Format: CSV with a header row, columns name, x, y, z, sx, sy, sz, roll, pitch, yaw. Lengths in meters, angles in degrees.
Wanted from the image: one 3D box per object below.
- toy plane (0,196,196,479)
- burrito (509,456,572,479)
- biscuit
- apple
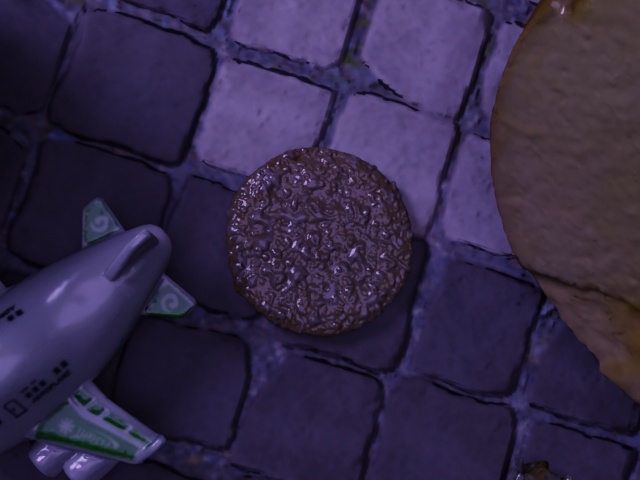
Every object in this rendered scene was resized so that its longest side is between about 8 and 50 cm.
name,x,y,z,sx,sy,sz,roll,pitch,yaw
toy plane,-0.151,0.054,0.421,0.174,0.080,0.174,0,87,-4
burrito,0.116,0.224,0.454,0.045,0.041,0.186,12,83,37
biscuit,0.000,0.000,0.471,0.120,0.015,0.120,1,85,-7
apple,0.257,-0.041,0.387,0.309,0.252,0.314,43,98,23
